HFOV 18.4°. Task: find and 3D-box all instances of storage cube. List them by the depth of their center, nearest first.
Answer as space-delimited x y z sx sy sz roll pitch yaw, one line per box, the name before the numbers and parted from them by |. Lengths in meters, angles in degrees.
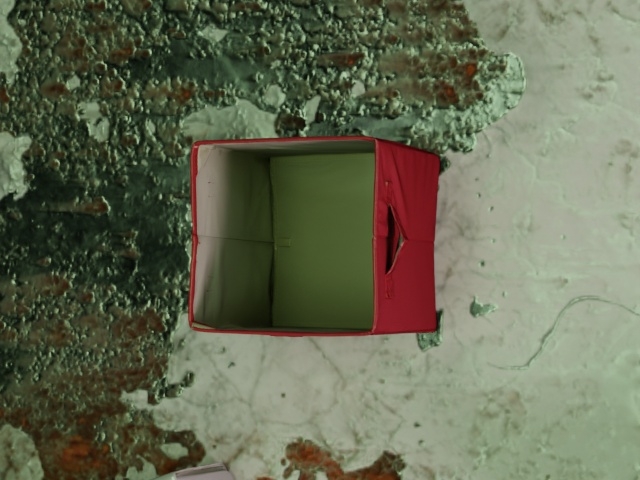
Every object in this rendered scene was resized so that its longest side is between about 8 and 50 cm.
storage cube | 0.000 0.000 1.900 0.215 0.193 0.184 0 88 21

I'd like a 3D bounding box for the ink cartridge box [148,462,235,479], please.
ink cartridge box | -0.218 0.377 2.005 0.307 0.129 0.223 -21 80 19
